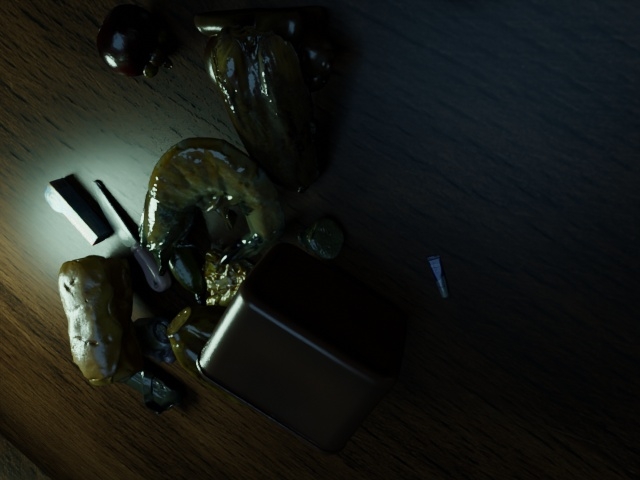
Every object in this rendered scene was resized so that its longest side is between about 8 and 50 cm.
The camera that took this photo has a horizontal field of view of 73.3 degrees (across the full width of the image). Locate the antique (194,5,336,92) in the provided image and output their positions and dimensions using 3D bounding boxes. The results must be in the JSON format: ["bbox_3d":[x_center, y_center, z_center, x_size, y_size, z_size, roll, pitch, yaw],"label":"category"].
[{"bbox_3d":[-0.089,-0.309,0.717,0.257,0.121,0.143,8,123,24],"label":"antique"}]

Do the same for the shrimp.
[{"bbox_3d":[-0.241,-0.029,0.889,0.272,0.085,0.445,32,133,-18],"label":"shrimp"}]

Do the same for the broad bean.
[{"bbox_3d":[-0.348,0.018,1.041,0.077,0.061,0.338,-12,109,23],"label":"broad bean"}]

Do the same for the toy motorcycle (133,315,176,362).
[{"bbox_3d":[-0.475,0.291,1.234,0.225,0.073,0.152,-16,109,31],"label":"toy motorcycle"}]

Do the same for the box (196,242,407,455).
[{"bbox_3d":[-0.028,0.199,0.849,0.339,0.239,0.229,31,122,1],"label":"box"}]

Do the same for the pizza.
[{"bbox_3d":[-0.225,0.079,1.012,0.182,0.062,0.161,-15,101,33],"label":"pizza"}]

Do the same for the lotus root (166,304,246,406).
[{"bbox_3d":[-0.215,0.258,1.011,0.291,0.193,0.193,38,126,-12],"label":"lotus root"}]

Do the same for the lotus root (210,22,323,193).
[{"bbox_3d":[-0.090,-0.185,0.723,0.167,0.078,0.329,15,149,25],"label":"lotus root"}]

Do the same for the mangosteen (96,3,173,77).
[{"bbox_3d":[-0.348,-0.372,0.823,0.140,0.140,0.140,11,118,22],"label":"mangosteen"}]

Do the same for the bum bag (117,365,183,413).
[{"bbox_3d":[-0.573,0.436,1.349,0.326,0.080,0.142,31,120,10],"label":"bum bag"}]

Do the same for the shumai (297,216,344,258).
[{"bbox_3d":[0.000,0.000,0.869,0.083,0.082,0.080,68,161,0],"label":"shumai"}]

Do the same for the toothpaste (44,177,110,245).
[{"bbox_3d":[-0.660,-0.072,1.164,0.193,0.044,0.070,49,126,-2],"label":"toothpaste"}]

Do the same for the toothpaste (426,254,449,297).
[{"bbox_3d":[0.223,0.068,0.810,0.024,0.015,0.083,-14,102,23],"label":"toothpaste"}]

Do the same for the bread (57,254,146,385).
[{"bbox_3d":[-0.588,0.210,1.150,0.195,0.149,0.343,-9,90,35],"label":"bread"}]

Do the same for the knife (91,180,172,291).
[{"bbox_3d":[-0.502,-0.009,1.131,0.081,0.043,0.336,-35,89,41],"label":"knife"}]
